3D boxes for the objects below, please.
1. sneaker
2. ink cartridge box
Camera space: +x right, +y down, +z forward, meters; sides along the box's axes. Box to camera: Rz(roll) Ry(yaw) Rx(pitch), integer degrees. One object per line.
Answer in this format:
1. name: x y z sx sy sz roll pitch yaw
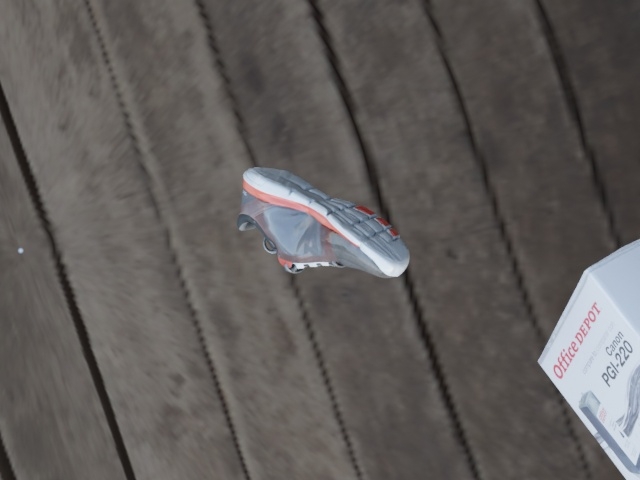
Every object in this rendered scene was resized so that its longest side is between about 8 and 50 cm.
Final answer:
1. sneaker: 0.000 0.000 1.493 0.158 0.061 0.065 31 111 32
2. ink cartridge box: 0.285 0.124 1.551 0.092 0.158 0.218 -23 65 -23
